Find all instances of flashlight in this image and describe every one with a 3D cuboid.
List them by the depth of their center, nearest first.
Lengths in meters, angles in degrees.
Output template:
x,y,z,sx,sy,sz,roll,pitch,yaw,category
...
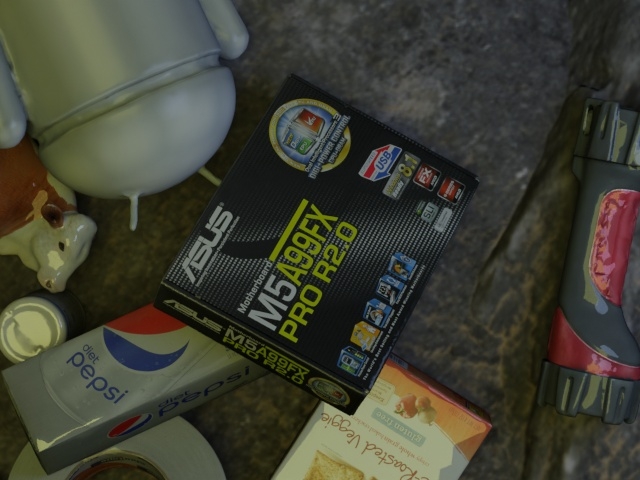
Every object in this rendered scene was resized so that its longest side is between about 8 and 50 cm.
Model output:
x,y,z,sx,sy,sz,roll,pitch,yaw,category
0.285,0.022,1.636,0.103,0.103,0.304,11,94,-24,flashlight

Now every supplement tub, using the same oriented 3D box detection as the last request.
x,y,z,sx,sy,sz,roll,pitch,yaw,category
-0.274,0.084,1.665,0.071,0.107,0.071,0,94,3,supplement tub

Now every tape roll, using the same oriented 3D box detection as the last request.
x,y,z,sx,sy,sz,roll,pitch,yaw,category
-0.197,0.268,1.652,0.219,0.072,0.219,1,70,-1,tape roll

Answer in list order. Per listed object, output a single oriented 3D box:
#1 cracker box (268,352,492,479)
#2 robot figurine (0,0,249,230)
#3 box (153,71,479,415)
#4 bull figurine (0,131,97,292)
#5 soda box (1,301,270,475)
x,y,z,sx,sy,sz,roll,pitch,yaw,category
0.044,0.233,1.679,0.156,0.067,0.232,32,96,1,cracker box
-0.208,-0.189,1.594,0.300,0.200,0.353,-27,93,-30,robot figurine
0.000,0.000,1.599,0.216,0.060,0.270,30,61,0,box
-0.350,-0.075,1.660,0.188,0.101,0.310,-25,92,7,bull figurine
-0.153,0.116,1.619,0.286,0.098,0.091,-24,72,-11,soda box
